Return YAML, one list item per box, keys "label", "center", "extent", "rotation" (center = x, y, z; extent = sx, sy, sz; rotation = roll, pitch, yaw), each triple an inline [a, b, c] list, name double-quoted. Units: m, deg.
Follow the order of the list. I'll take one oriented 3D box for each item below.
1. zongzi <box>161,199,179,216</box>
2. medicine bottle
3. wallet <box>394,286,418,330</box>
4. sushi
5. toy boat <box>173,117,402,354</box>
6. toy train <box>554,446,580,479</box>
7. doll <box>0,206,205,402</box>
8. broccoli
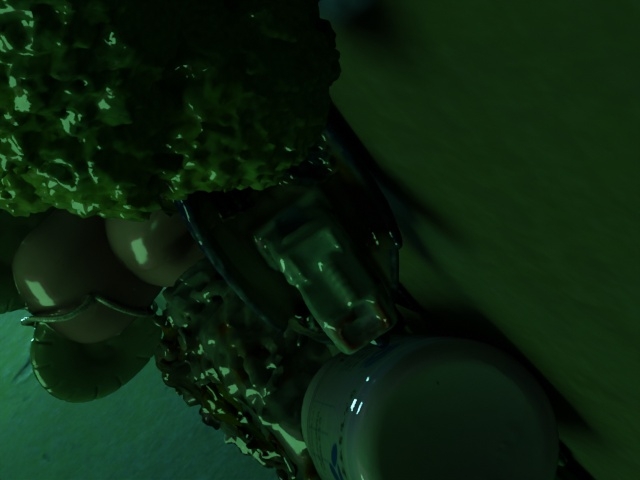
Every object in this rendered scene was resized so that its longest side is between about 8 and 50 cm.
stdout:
- label: "zongzi"
  center: [-0.160, -0.081, 1.363]
  extent: [0.113, 0.052, 0.104]
  rotation: [59, 161, -5]
- label: "medicine bottle"
  center: [0.069, 0.144, 1.035]
  extent: [0.152, 0.152, 0.254]
  rotation: [46, 170, -7]
- label: "wallet"
  center: [-0.001, 0.001, 1.081]
  extent: [0.166, 0.030, 0.111]
  rotation: [48, 169, -19]
- label: "sushi"
  center: [0.002, 0.178, 1.355]
  extent: [0.417, 0.176, 0.417]
  rotation: [43, 170, 10]
- label: "toy boat"
  center: [-0.019, -0.015, 0.835]
  extent: [0.262, 0.114, 0.115]
  rotation: [54, 179, -27]
- label: "toy train"
  center: [0.189, 0.199, 1.079]
  extent: [0.122, 0.050, 0.081]
  rotation: [43, 177, 1]
- label: "doll"
  center: [-0.251, 0.032, 1.523]
  extent: [0.284, 0.268, 0.216]
  rotation: [50, 171, -30]
- label: "broccoli"
  center: [-0.159, -0.112, 0.662]
  extent: [0.254, 0.186, 0.302]
  rotation: [3, -164, -43]
